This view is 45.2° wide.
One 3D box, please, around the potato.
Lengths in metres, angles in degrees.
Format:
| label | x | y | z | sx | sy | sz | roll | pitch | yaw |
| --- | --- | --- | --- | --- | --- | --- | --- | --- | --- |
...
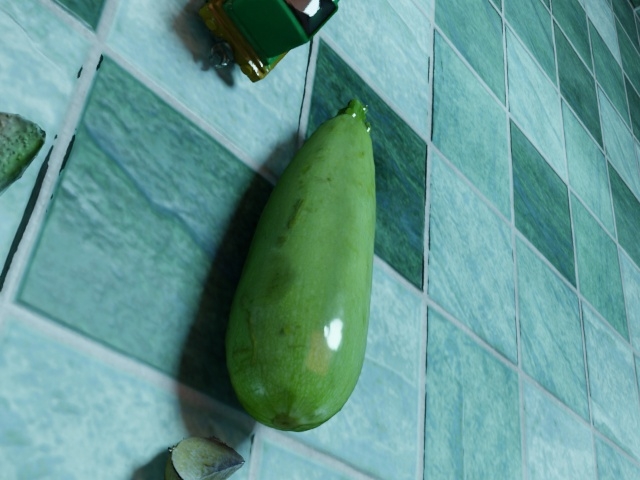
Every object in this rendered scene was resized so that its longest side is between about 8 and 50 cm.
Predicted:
| label | x | y | z | sx | sy | sz | roll | pitch | yaw |
| --- | --- | --- | --- | --- | --- | --- | --- | --- | --- |
| potato | -0.097 | 0.172 | 0.572 | 0.037 | 0.036 | 0.093 | 40 | 8 | 19 |

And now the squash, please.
| label | x | y | z | sx | sy | sz | roll | pitch | yaw |
| --- | --- | --- | --- | --- | --- | --- | --- | --- | --- |
| squash | -0.007 | 0.002 | 0.706 | 0.118 | 0.118 | 0.371 | 42 | 40 | -33 |

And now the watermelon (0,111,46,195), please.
| label | x | y | z | sx | sy | sz | roll | pitch | yaw |
| --- | --- | --- | --- | --- | --- | --- | --- | --- | --- |
| watermelon | -0.242 | -0.029 | 0.423 | 0.180 | 0.081 | 0.094 | -13 | 106 | -20 |

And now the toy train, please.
| label | x | y | z | sx | sy | sz | roll | pitch | yaw |
| --- | --- | --- | --- | --- | --- | --- | --- | --- | --- |
| toy train | -0.026 | -0.248 | 0.763 | 0.228 | 0.136 | 0.091 | -50 | 117 | -25 |
